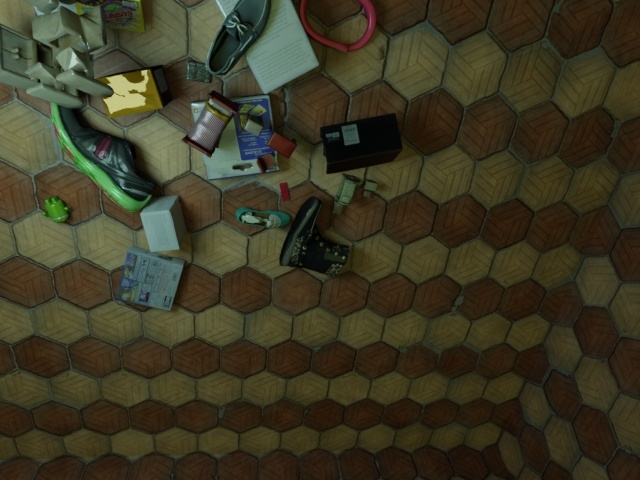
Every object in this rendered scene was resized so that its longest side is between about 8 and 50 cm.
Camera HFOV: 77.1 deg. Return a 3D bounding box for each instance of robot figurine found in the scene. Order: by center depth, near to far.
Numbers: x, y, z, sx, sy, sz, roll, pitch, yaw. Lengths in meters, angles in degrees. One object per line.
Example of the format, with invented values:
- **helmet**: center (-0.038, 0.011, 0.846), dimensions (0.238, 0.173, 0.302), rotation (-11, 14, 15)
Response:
- **robot figurine**: center (-1.089, -0.124, 1.662), dimensions (0.101, 0.067, 0.115), rotation (-16, 119, -13)

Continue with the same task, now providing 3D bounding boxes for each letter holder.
- **letter holder**: center (0.159, -0.389, 1.660), dimensions (0.302, 0.214, 0.152), rotation (-11, 86, -1)

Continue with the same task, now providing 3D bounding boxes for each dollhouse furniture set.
- **dollhouse furniture set**: center (-0.789, -0.589, 1.259), dimensions (0.394, 0.256, 0.362), rotation (-9, 85, 22)
- **dollhouse furniture set**: center (-0.294, -0.376, 1.516), dimensions (0.374, 0.152, 0.201), rotation (28, 109, -19)
- **dollhouse furniture set**: center (0.154, -0.180, 1.775), dimensions (0.161, 0.101, 0.182), rotation (10, 115, -12)

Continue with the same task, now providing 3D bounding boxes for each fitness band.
- **fitness band**: center (0.063, -0.817, 1.470), dimensions (0.291, 0.054, 0.209), rotation (16, 111, -16)

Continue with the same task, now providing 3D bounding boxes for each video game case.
- **video game case**: center (-0.783, 0.180, 1.860), dimensions (0.244, 0.061, 0.269), rotation (17, 113, -17)

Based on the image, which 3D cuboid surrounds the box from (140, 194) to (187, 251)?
- **box**: center (-0.649, -0.073, 1.681), dimensions (0.119, 0.181, 0.182), rotation (-6, 117, -4)

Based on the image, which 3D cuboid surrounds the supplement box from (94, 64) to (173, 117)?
- **supplement box**: center (-0.657, -0.536, 1.436), dimensions (0.191, 0.194, 0.129), rotation (-11, 119, -2)

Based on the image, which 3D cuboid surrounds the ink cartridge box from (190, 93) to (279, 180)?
- **ink cartridge box**: center (-0.333, -0.414, 1.615), dimensions (0.303, 0.072, 0.307), rotation (-8, 119, -5)

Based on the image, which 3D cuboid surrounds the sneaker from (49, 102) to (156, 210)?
- **sneaker**: center (-0.836, -0.335, 1.554), dimensions (0.202, 0.185, 0.483), rotation (-45, 110, -26)

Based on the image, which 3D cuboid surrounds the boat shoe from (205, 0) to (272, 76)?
- **boat shoe**: center (-0.265, -0.666, 1.295), dimensions (0.116, 0.099, 0.319), rotation (36, 111, -20)

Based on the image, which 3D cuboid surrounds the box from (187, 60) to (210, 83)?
- **box**: center (-0.457, -0.633, 1.511), dimensions (0.083, 0.018, 0.067), rotation (6, 116, -10)

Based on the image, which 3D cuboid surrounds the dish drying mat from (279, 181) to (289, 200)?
- **dish drying mat**: center (-0.158, -0.215, 1.770), dimensions (0.032, 0.008, 0.083), rotation (-11, 119, -1)

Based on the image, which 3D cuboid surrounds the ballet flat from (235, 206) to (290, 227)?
- **ballet flat**: center (-0.254, -0.090, 1.777), dimensions (0.247, 0.087, 0.083), rotation (8, 115, -12)

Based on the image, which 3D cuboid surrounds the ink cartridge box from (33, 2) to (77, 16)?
- **ink cartridge box**: center (-0.794, -0.846, 1.292), dimensions (0.296, 0.066, 0.261), rotation (-4, 136, -6)

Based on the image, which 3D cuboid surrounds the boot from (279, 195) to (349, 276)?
- **boot**: center (0.000, 0.000, 1.827), dimensions (0.284, 0.138, 0.377), rotation (20, 117, -15)

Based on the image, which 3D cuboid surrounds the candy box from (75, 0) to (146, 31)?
- **candy box**: center (-0.695, -0.760, 1.332), dimensions (0.206, 0.027, 0.105), rotation (2, 140, -11)

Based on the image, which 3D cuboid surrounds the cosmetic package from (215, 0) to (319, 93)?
- **cosmetic package**: center (-0.205, -0.778, 1.389), dimensions (0.230, 0.161, 0.453), rotation (-25, 118, 8)
